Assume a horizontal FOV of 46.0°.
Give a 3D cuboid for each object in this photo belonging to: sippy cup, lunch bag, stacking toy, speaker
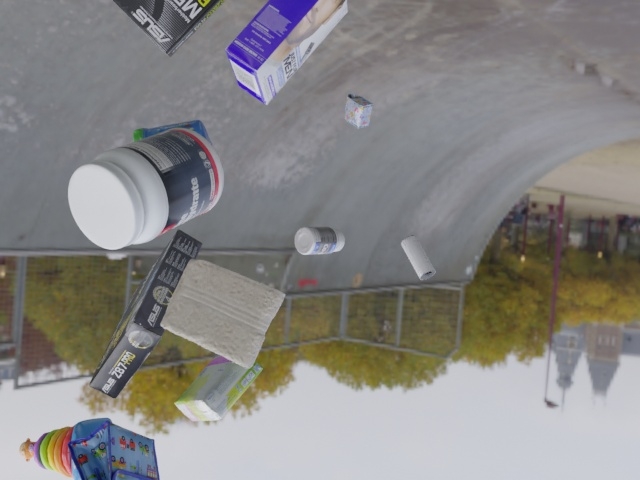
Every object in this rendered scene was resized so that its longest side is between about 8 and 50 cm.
[{"bbox_3d":[-0.473,-0.291,2.506,0.224,0.240,0.305,-19,-145,0],"label":"sippy cup"},{"bbox_3d":[0.102,-0.361,2.090,0.053,0.071,0.083,-17,-140,-36],"label":"lunch bag"},{"bbox_3d":[-0.753,0.600,2.164,0.301,0.175,0.165,-6,172,24],"label":"stacking toy"},{"bbox_3d":[0.302,0.053,2.327,0.055,0.136,0.055,-21,153,-11],"label":"speaker"},{"bbox_3d":[-0.511,0.648,1.952,0.138,0.293,0.221,-30,146,7],"label":"lunch bag"}]

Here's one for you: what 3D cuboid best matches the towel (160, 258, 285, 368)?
[{"bbox_3d":[-0.223,0.157,1.690,0.282,0.187,0.049,20,172,33],"label":"towel"}]

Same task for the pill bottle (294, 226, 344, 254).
[{"bbox_3d":[0.000,0.000,2.116,0.078,0.078,0.137,6,-175,43],"label":"pill bottle"}]

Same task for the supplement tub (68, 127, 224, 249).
[{"bbox_3d":[-0.339,-0.106,1.498,0.191,0.191,0.272,6,-157,30],"label":"supplement tub"}]

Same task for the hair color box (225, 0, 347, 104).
[{"bbox_3d":[-0.076,-0.522,1.867,0.110,0.339,0.185,35,170,12],"label":"hair color box"}]

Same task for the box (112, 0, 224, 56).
[{"bbox_3d":[-0.313,-0.525,1.441,0.270,0.216,0.060,46,-177,-9],"label":"box"}]

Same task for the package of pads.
[{"bbox_3d":[-0.341,0.479,2.457,0.101,0.229,0.296,47,150,-10],"label":"package of pads"}]

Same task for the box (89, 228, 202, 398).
[{"bbox_3d":[-0.482,0.201,2.104,0.097,0.318,0.395,33,-143,-15],"label":"box"}]
